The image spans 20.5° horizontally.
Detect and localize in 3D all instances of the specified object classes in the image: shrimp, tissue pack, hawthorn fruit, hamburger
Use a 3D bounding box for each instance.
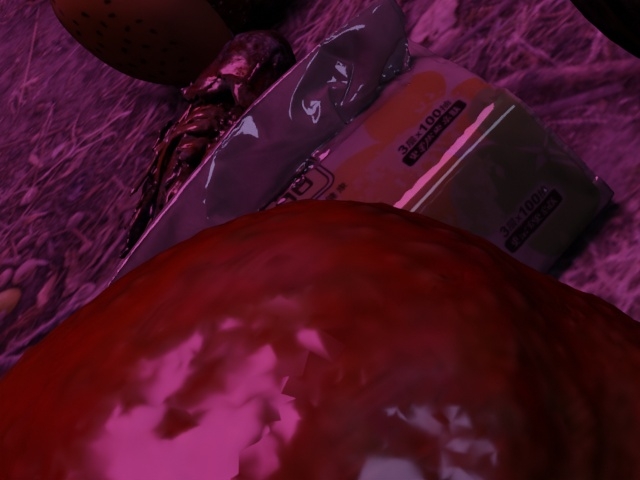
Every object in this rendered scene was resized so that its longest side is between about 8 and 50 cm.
[{"bbox_3d":[-0.072,-0.032,1.107,0.090,0.079,0.233,20,67,18],"label":"shrimp"},{"bbox_3d":[0.000,0.000,0.898,0.229,0.145,0.159,-48,30,-2],"label":"tissue pack"},{"bbox_3d":[-0.014,0.132,0.624,0.330,0.287,0.287,-7,48,56],"label":"hawthorn fruit"},{"bbox_3d":[-0.117,-0.187,1.268,0.175,0.175,0.137,0,59,52],"label":"hamburger"}]

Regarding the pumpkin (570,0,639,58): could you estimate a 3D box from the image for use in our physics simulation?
[{"bbox_3d":[0.218,-0.216,0.816,0.300,0.207,0.300,-32,33,24],"label":"pumpkin"}]
